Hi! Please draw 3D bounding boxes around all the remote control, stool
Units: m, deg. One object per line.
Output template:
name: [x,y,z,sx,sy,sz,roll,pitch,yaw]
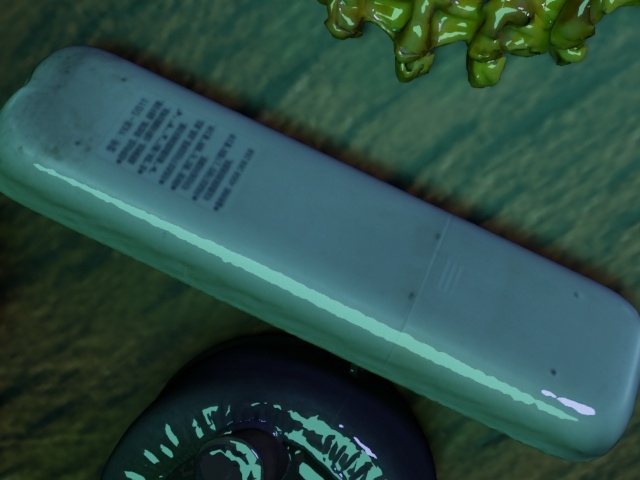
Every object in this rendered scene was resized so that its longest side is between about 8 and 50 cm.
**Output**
remote control: [0.000,0.000,0.472,0.309,0.090,0.038,25,145,1]
stool: [-0.030,0.156,0.490,0.153,0.139,0.228,8,103,9]

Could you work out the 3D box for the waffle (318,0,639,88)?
waffle: [0.070,-0.179,0.431,0.231,0.051,0.229,-31,101,17]
